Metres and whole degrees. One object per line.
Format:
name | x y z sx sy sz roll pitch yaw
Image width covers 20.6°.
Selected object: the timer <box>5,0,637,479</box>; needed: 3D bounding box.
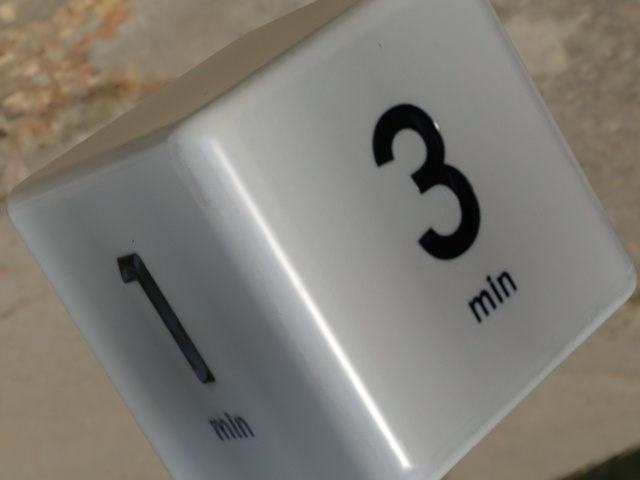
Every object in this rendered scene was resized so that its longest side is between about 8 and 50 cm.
timer | 0.000 0.000 0.853 0.192 0.195 0.194 -38 -167 -34
